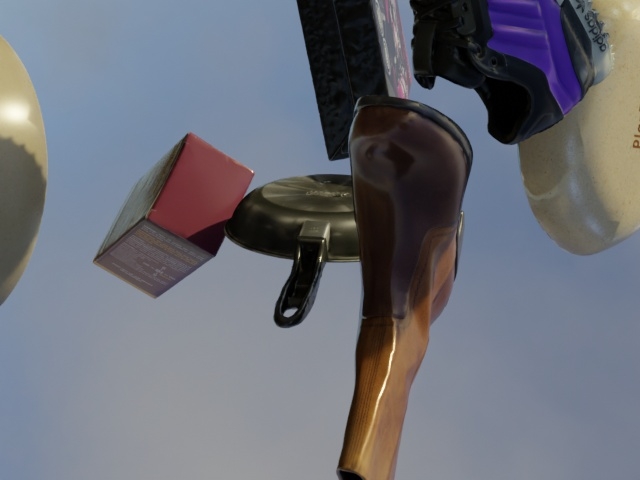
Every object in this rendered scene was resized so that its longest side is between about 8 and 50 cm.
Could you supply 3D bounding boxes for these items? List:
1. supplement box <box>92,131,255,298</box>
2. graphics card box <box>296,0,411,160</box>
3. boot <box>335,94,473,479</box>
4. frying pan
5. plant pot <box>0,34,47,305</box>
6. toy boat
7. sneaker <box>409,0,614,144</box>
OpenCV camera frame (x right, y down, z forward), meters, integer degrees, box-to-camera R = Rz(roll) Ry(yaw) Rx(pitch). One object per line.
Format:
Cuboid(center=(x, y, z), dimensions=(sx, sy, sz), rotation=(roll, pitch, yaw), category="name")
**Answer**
Cuboid(center=(-0.149, -0.022, 1.856), dimensions=(0.104, 0.080, 0.188), rotation=(-65, -166, -23), category="supplement box")
Cuboid(center=(0.044, -0.257, 2.264), dimensions=(0.094, 0.233, 0.371), rotation=(-8, -164, 9), category="graphics card box")
Cuboid(center=(0.042, 0.056, 1.453), dimensions=(0.264, 0.096, 0.280), rotation=(87, 18, -60), category="boot")
Cuboid(center=(-0.024, -0.005, 1.662), dimensions=(0.197, 0.053, 0.326), rotation=(11, -161, 29), category="frying pan")
Cuboid(center=(-0.394, -0.061, 1.552), dimensions=(0.284, 0.191, 0.284), rotation=(-2, -93, 40), category="plant pot")
Cuboid(center=(0.316, -0.108, 1.831), dimensions=(0.148, 0.318, 0.268), rotation=(18, -85, 56), category="toy boat")
Cuboid(center=(0.117, -0.195, 1.464), dimensions=(0.146, 0.293, 0.102), rotation=(-46, -153, -18), category="sneaker")
